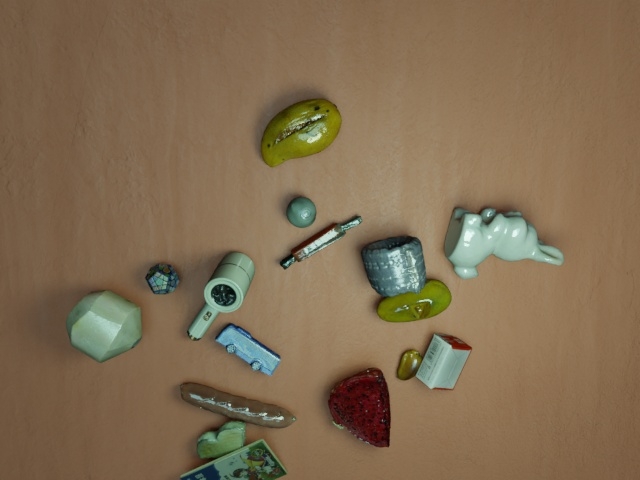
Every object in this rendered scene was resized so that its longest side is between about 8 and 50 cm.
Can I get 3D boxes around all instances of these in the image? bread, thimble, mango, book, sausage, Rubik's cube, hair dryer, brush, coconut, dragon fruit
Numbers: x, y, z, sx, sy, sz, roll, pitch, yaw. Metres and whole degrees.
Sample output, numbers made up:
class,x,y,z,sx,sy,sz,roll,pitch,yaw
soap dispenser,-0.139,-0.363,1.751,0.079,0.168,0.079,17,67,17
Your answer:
class,x,y,z,sx,sy,sz,roll,pitch,yaw
bread,-0.329,0.717,1.747,0.232,0.064,0.172,-36,117,22
thimble,0.252,0.085,1.616,0.205,0.236,0.172,-16,96,-10
mango,0.321,0.451,1.760,0.077,0.063,0.127,31,103,24
book,-0.307,0.848,1.766,0.323,0.018,0.228,-25,121,1
sausage,-0.295,0.593,1.740,0.433,0.088,0.087,18,97,-5
Rubik's cube,-0.536,0.131,1.653,0.093,0.111,0.111,13,98,23
hair dryer,-0.359,0.220,1.647,0.128,0.203,0.362,33,112,-10
brush,0.000,-0.001,1.677,0.323,0.070,0.051,-30,100,-1
mango,-0.070,-0.353,1.593,0.295,0.120,0.177,-28,97,1
coconut,-0.699,0.286,1.610,0.241,0.241,0.241,0,98,-3
mango,0.321,0.215,1.684,0.262,0.167,0.129,-17,85,3
dragon fruit,0.140,0.560,1.737,0.205,0.152,0.316,-3,113,15

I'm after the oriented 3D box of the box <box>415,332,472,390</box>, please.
class,x,y,z,sx,sy,sz,roll,pitch,yaw
box,0.432,0.426,1.722,0.133,0.099,0.182,13,102,-38

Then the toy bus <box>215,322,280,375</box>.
class,x,y,z,sx,sy,sz,roll,pitch,yaw
toy bus,-0.253,0.382,1.718,0.237,0.079,0.094,37,79,-8

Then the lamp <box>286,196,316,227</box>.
class,x,y,z,sx,sy,sz,roll,pitch,yaw
lamp,-0.063,-0.094,1.641,0.105,0.105,0.105,0,98,-3

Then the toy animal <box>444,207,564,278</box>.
class,x,y,z,sx,sy,sz,roll,pitch,yaw
toy animal,0.612,0.016,1.651,0.368,0.196,0.241,1,105,-2
